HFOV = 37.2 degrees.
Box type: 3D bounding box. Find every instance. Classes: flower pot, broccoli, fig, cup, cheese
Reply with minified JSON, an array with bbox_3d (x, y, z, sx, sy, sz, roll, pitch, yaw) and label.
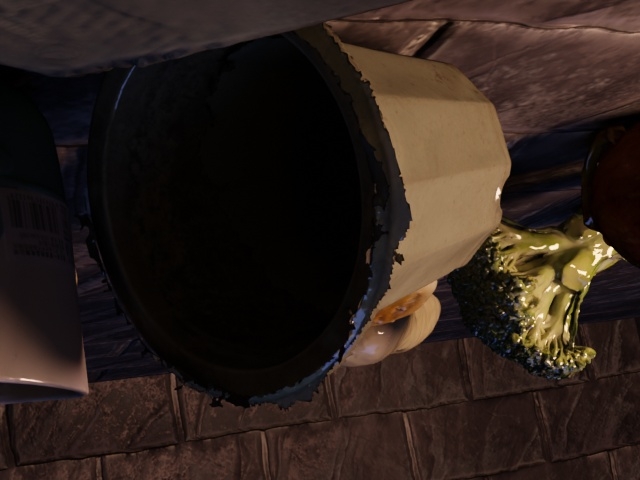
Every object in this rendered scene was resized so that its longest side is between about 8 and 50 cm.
[{"bbox_3d":[0.004,-0.040,0.704,0.290,0.290,0.259,-19,174,39],"label":"flower pot"},{"bbox_3d":[0.344,0.030,1.249,0.361,0.252,0.221,-13,-158,-10],"label":"broccoli"},{"bbox_3d":[0.389,-0.053,1.082,0.205,0.205,0.205,-9,167,-2],"label":"fig"},{"bbox_3d":[-0.292,0.020,0.714,0.219,0.258,0.290,-7,167,-7],"label":"cup"},{"bbox_3d":[0.090,0.124,1.532,0.328,0.130,0.351,6,180,-31],"label":"cheese"}]

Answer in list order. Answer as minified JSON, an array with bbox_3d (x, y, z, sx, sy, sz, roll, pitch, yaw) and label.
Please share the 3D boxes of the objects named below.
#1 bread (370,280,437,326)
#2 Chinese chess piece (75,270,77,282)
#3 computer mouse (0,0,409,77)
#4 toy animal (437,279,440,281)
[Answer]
[{"bbox_3d":[0.000,0.000,0.983,0.246,0.196,0.176,-5,163,-16],"label":"bread"},{"bbox_3d":[-0.392,0.057,1.288,0.122,0.051,0.122,-11,167,-2],"label":"Chinese chess piece"},{"bbox_3d":[-0.061,-0.158,0.407,0.370,0.122,0.188,-11,169,20],"label":"computer mouse"},{"bbox_3d":[0.140,0.021,1.418,0.195,0.091,0.324,1,171,28],"label":"toy animal"}]
